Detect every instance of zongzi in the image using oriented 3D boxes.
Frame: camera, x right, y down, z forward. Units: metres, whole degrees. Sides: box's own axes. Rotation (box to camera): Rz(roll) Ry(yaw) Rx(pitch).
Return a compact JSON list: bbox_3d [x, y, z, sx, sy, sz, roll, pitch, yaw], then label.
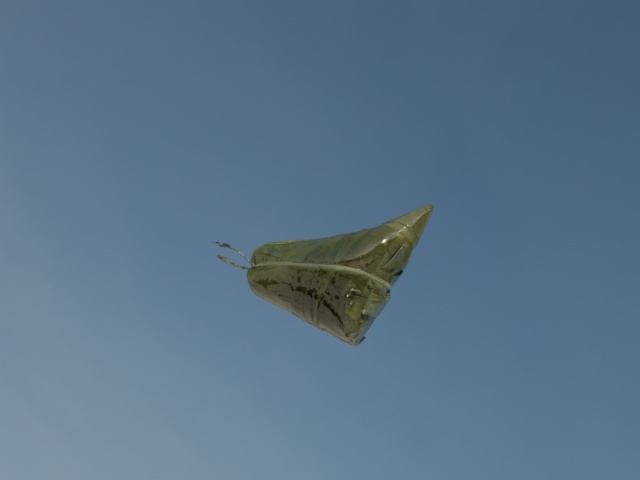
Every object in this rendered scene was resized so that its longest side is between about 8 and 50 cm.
[{"bbox_3d":[0.000,0.000,0.962,0.154,0.130,0.062,25,-11,28],"label":"zongzi"}]
